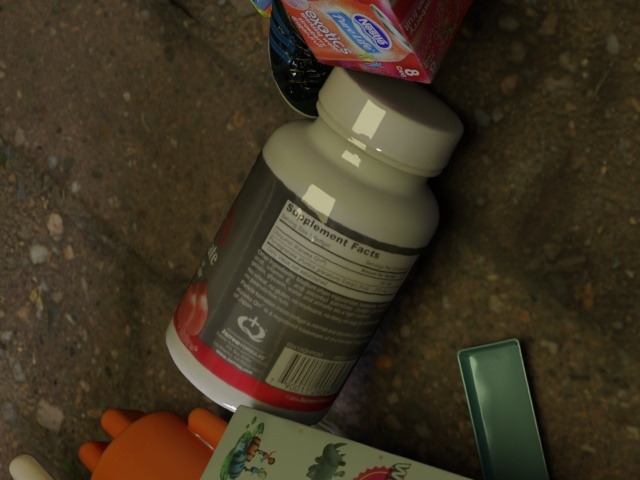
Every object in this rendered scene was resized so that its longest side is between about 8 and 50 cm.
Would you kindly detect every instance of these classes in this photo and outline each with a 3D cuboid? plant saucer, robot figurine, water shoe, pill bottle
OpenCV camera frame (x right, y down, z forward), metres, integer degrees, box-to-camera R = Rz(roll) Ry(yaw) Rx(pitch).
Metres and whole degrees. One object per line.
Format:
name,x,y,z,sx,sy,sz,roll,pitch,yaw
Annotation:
plant saucer,0.175,0.188,1.543,0.067,0.018,0.192,-15,85,32
robot figurine,-0.143,0.259,1.687,0.219,0.158,0.128,38,150,25
water shoe,-0.016,-0.193,1.538,0.072,0.080,0.203,-4,120,2
pill bottle,0.000,0.000,1.552,0.176,0.176,0.319,39,112,25

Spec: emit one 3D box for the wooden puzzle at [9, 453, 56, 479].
wooden puzzle,-0.238,0.346,1.724,0.221,0.044,0.239,44,157,23

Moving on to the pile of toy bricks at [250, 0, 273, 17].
pile of toy bricks,-0.038,-0.265,1.604,0.118,0.105,0.212,-46,70,26

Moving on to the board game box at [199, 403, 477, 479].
board game box,0.070,0.272,1.490,0.303,0.224,0.098,12,63,32

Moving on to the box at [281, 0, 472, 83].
box,0.077,-0.279,1.449,0.122,0.128,0.257,15,66,30
